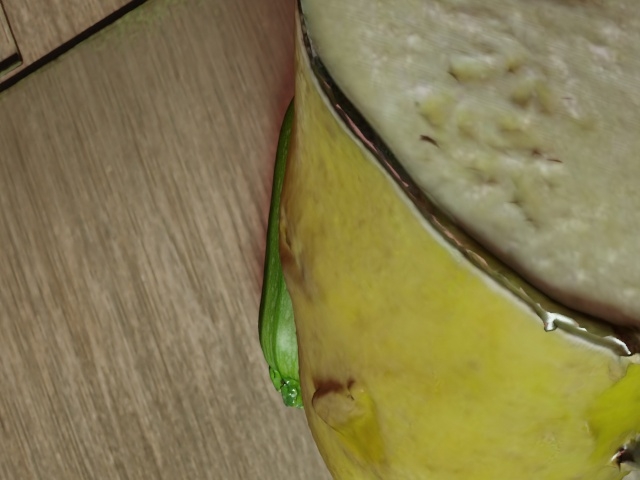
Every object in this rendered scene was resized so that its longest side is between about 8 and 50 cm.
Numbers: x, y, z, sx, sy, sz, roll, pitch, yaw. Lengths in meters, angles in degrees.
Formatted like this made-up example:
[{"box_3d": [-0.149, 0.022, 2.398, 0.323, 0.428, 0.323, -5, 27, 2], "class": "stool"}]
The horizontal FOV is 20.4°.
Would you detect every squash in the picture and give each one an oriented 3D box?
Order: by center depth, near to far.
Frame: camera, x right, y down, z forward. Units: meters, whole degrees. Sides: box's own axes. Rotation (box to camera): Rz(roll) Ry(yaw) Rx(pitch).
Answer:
[{"box_3d": [0.000, 0.000, 1.115, 0.068, 0.077, 0.219, 4, 102, -11], "class": "squash"}]

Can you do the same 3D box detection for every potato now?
[{"box_3d": [0.075, -0.033, 0.984, 0.296, 0.290, 0.397, 123, 136, -52], "class": "potato"}]
